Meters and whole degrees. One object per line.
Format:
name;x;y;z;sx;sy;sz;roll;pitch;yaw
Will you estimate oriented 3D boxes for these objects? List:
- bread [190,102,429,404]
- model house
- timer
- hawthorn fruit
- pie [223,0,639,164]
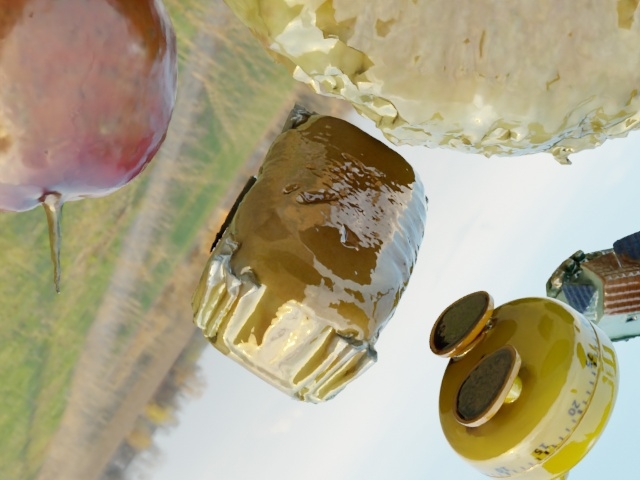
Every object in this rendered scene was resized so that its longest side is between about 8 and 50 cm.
bread;0.000;0.000;0.768;0.107;0.136;0.241;-53;-172;32
model house;0.356;0.041;1.209;0.148;0.148;0.119;117;-38;-62
timer;0.120;0.088;0.581;0.107;0.109;0.107;-43;-153;29
hawthorn fruit;-0.121;-0.067;0.447;0.125;0.125;0.140;-59;146;-55
pie;0.072;-0.202;0.430;0.339;0.339;0.083;-57;-170;1
